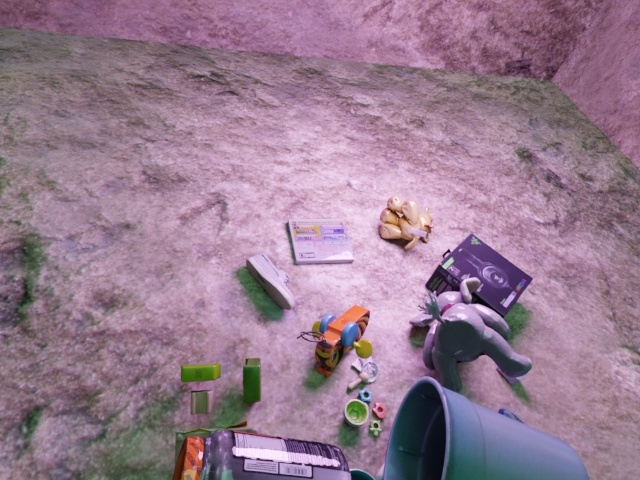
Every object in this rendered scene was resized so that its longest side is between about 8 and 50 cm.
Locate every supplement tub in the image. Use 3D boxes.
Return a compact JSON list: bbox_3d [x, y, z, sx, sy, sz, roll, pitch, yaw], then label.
[{"bbox_3d":[-0.124,0.508,0.890,0.337,0.207,0.207,15,47,-16],"label":"supplement tub"}]

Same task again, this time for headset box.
[{"bbox_3d":[0.545,0.138,1.527,0.283,0.131,0.246,41,51,20],"label":"headset box"}]

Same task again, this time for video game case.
[{"bbox_3d":[0.000,0.000,1.560,0.212,0.023,0.193,-1,51,-16],"label":"video game case"}]

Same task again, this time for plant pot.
[{"bbox_3d":[0.349,0.512,0.941,0.334,0.341,0.341,18,48,-4],"label":"plant pot"}]

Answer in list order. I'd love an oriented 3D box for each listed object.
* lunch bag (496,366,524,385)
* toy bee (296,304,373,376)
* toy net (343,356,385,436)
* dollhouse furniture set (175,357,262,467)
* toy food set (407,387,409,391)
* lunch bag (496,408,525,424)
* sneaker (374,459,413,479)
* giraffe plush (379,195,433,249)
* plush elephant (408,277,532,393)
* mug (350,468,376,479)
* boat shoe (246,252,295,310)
[{"bbox_3d":[0.598,0.397,1.350,0.053,0.083,0.071,-24,61,-32],"label":"lunch bag"},{"bbox_3d":[0.032,0.294,1.255,0.298,0.162,0.195,-3,19,-34],"label":"toy bee"},{"bbox_3d":[0.135,0.417,1.224,0.122,0.045,0.232,18,48,-1],"label":"toy net"},{"bbox_3d":[-0.242,0.453,1.070,0.197,0.151,0.302,-1,79,-9],"label":"dollhouse furniture set"},{"bbox_3d":[0.298,0.471,1.245,0.122,0.019,0.078,23,48,-7],"label":"toy food set"},{"bbox_3d":[0.543,0.556,1.151,0.219,0.090,0.176,42,10,20],"label":"lunch bag"},{"bbox_3d":[0.211,0.566,1.106,0.084,0.058,0.152,32,53,19],"label":"sneaker"},{"bbox_3d":[0.349,-0.068,1.644,0.210,0.181,0.170,39,29,31],"label":"giraffe plush"},{"bbox_3d":[0.417,0.259,1.316,0.330,0.271,0.255,55,24,0],"label":"plush elephant"},{"bbox_3d":[0.074,0.600,1.013,0.129,0.097,0.158,12,47,-5],"label":"mug"},{"bbox_3d":[-0.142,0.120,1.377,0.081,0.079,0.227,-30,61,-30],"label":"boat shoe"}]
